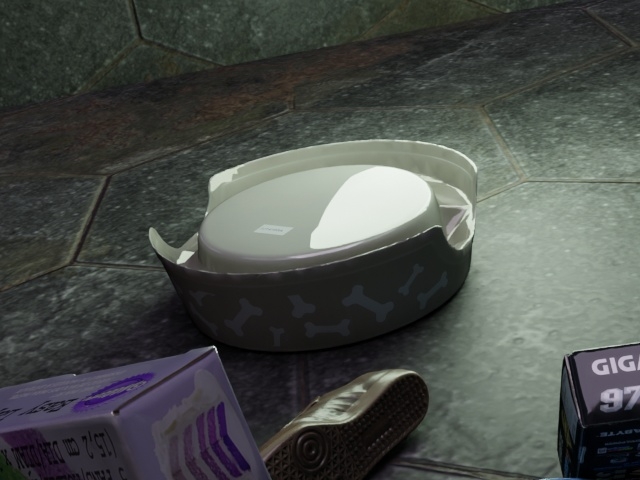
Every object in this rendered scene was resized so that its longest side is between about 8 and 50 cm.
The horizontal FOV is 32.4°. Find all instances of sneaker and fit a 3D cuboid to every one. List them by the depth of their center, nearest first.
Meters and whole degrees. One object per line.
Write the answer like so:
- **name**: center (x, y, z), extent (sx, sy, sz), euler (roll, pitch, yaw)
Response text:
- **sneaker**: center (0.004, 0.158, 0.857), extent (0.188, 0.066, 0.071), euler (-23, 8, -39)

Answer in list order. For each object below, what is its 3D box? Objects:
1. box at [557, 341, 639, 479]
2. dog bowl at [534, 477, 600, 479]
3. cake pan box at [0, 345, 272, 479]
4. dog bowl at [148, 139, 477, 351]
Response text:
- **box**: center (0.263, 0.111, 0.687), extent (0.220, 0.175, 0.051), euler (-9, 59, 6)
- **dog bowl**: center (0.131, 0.240, 0.567), extent (0.166, 0.074, 0.297), euler (-7, 24, 11)
- **cake pan box**: center (-0.099, 0.185, 0.495), extent (0.267, 0.245, 0.070), euler (-15, 11, 39)
- **dog bowl**: center (0.000, 0.000, 1.159), extent (0.349, 0.102, 0.349), euler (-10, 22, 4)
